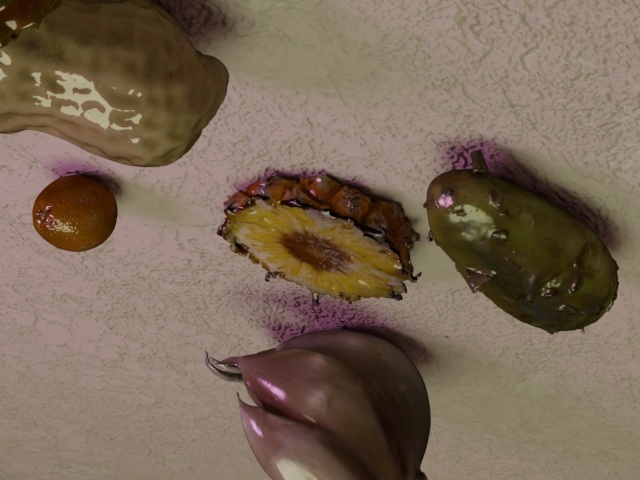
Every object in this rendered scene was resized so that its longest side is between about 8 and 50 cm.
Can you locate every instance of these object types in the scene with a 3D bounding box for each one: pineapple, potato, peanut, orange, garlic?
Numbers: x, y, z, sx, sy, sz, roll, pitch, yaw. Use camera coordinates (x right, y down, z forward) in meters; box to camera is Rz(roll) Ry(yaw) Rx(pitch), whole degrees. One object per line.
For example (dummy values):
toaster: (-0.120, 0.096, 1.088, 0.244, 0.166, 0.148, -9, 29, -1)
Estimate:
pineapple: (0.000, 0.000, 1.328, 0.221, 0.047, 0.221, 14, 154, 7)
potato: (0.171, 0.008, 1.201, 0.117, 0.090, 0.225, -27, 132, 33)
peanut: (-0.217, -0.144, 1.025, 0.291, 0.143, 0.159, 27, 128, -25)
orange: (-0.237, -0.026, 1.347, 0.085, 0.085, 0.085, 11, 154, 5)
garlic: (0.005, 0.205, 1.536, 0.292, 0.237, 0.210, 53, 137, 2)

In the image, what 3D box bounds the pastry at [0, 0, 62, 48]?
pastry: (-0.211, -0.211, 0.839, 0.188, 0.189, 0.103, -1, 152, 28)
